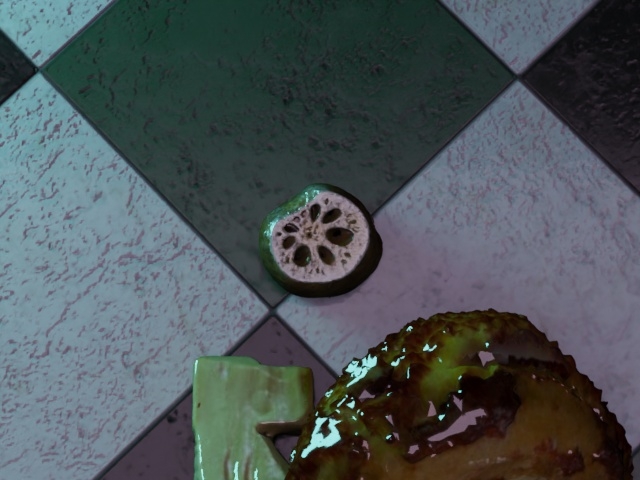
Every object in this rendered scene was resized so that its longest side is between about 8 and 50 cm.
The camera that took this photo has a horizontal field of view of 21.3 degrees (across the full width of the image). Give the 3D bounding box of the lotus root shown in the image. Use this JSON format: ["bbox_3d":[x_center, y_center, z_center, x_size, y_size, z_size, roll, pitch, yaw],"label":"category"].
[{"bbox_3d":[0.002,0.003,1.708,0.122,0.081,0.112,-34,88,-6],"label":"lotus root"}]

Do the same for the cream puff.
[{"bbox_3d":[0.122,0.214,1.574,0.350,0.229,0.350,-8,116,-16],"label":"cream puff"}]

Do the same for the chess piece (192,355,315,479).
[{"bbox_3d":[-0.066,0.254,1.647,0.137,0.137,0.301,-4,68,0],"label":"chess piece"}]
